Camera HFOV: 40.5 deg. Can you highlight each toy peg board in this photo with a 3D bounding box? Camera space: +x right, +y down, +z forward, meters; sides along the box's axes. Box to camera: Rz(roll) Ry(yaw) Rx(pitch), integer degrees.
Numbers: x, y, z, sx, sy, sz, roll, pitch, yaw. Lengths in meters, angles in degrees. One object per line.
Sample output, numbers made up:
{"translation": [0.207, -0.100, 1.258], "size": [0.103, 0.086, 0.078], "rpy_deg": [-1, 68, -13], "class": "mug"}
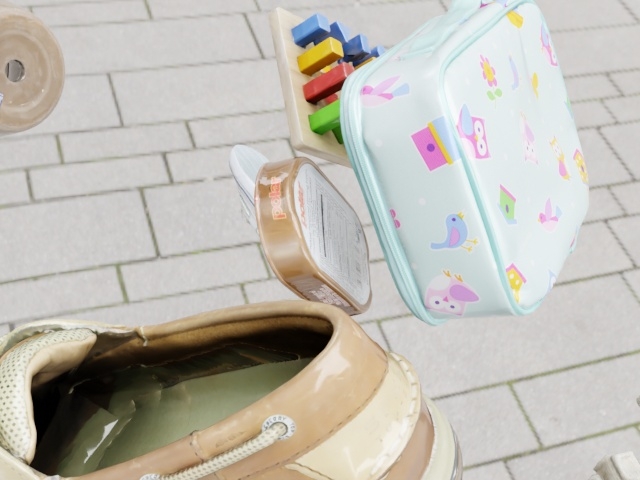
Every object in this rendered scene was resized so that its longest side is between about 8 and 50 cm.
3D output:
{"translation": [0.038, -0.166, 0.919], "size": [0.161, 0.079, 0.160], "rpy_deg": [12, 61, -50], "class": "toy peg board"}

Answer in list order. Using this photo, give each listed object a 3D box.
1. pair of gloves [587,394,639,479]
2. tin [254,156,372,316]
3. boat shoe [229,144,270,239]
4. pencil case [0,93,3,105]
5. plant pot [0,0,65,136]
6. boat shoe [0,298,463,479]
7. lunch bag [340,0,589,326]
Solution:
{"translation": [0.301, 0.216, 0.649], "size": [0.042, 0.240, 0.204], "rpy_deg": [-19, 50, -28], "class": "pair of gloves"}
{"translation": [0.000, 0.000, 0.728], "size": [0.040, 0.190, 0.106], "rpy_deg": [-16, 63, 17], "class": "tin"}
{"translation": [-0.097, -0.056, 1.346], "size": [0.083, 0.075, 0.226], "rpy_deg": [9, 36, -38], "class": "boat shoe"}
{"translation": [-0.278, -0.107, 0.543], "size": [0.065, 0.152, 0.070], "rpy_deg": [4, 88, 23], "class": "pencil case"}
{"translation": [-0.455, -0.224, 1.098], "size": [0.229, 0.263, 0.263], "rpy_deg": [12, 43, 36], "class": "plant pot"}
{"translation": [-0.106, 0.087, 0.384], "size": [0.324, 0.119, 0.122], "rpy_deg": [-13, 36, 19], "class": "boat shoe"}
{"translation": [0.127, -0.079, 0.710], "size": [0.108, 0.224, 0.279], "rpy_deg": [-14, 18, 33], "class": "lunch bag"}
